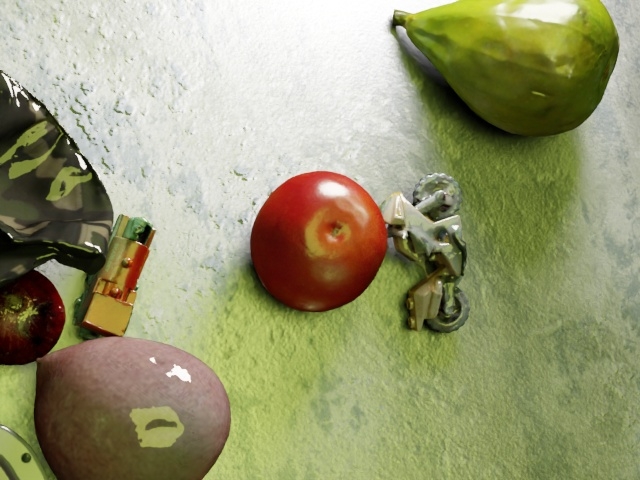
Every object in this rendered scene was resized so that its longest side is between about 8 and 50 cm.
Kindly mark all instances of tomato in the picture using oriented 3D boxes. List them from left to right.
[{"bbox_3d":[0.000,0.000,1.805,0.195,0.136,0.195,4,78,-20],"label":"tomato"}]

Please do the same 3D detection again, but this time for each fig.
[{"bbox_3d":[0.280,-0.260,1.957,0.314,0.233,0.233,-8,79,23],"label":"fig"}]

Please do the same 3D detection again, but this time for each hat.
[{"bbox_3d":[-0.477,-0.039,1.612,0.382,0.257,0.366,-35,90,-5],"label":"hat"}]

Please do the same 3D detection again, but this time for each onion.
[{"bbox_3d":[-0.383,0.093,1.659,0.131,0.131,0.131,4,78,-19],"label":"onion"}]

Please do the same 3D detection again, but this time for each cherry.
[{"bbox_3d":[-0.239,0.230,1.620,0.239,0.239,0.206,9,34,-18],"label":"cherry"}]

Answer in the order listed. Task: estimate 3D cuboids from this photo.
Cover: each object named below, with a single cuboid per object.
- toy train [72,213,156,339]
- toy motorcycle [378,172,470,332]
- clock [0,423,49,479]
[{"bbox_3d":[-0.261,0.046,1.711,0.074,0.118,0.176,26,73,-16],"label":"toy train"},{"bbox_3d":[0.142,0.020,1.884,0.130,0.094,0.229,-6,94,-16],"label":"toy motorcycle"},{"bbox_3d":[-0.470,0.369,1.577,0.339,0.102,0.338,4,78,-19],"label":"clock"}]
